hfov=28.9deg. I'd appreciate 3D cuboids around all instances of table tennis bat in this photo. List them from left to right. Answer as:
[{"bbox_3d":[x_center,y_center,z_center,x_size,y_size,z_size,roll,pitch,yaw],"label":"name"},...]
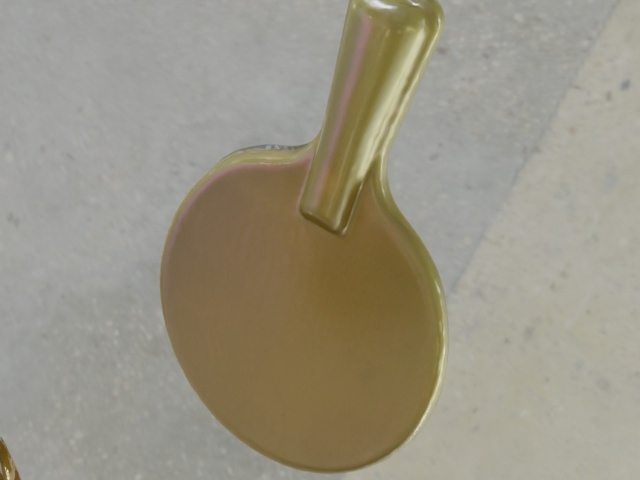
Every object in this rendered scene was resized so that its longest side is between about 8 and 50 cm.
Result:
[{"bbox_3d":[0.000,0.000,0.714,0.050,0.198,0.320,-28,144,-51],"label":"table tennis bat"}]

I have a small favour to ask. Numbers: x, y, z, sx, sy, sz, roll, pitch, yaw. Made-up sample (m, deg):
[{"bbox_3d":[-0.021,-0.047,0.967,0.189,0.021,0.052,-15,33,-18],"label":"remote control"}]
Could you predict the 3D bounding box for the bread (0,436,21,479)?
[{"bbox_3d":[-0.161,0.134,0.626,0.024,0.110,0.110,-21,107,-12],"label":"bread"}]
